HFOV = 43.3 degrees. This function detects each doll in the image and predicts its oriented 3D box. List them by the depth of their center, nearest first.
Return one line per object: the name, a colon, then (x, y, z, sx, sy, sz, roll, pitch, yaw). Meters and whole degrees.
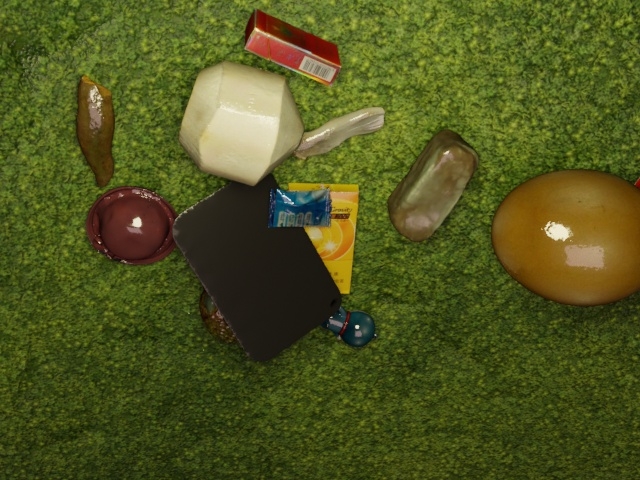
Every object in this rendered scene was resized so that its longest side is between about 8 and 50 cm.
doll: (0.065, 0.196, 1.878, 0.152, 0.085, 0.114, 22, 135, -6)

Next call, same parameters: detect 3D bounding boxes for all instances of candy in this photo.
candy: (-0.039, -0.066, 1.663, 0.136, 0.038, 0.088, -1, 112, -15)
candy: (0.230, -0.112, 1.666, 0.102, 0.104, 0.234, 25, 118, -20)

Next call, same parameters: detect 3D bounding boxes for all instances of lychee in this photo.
lychee: (-0.184, 0.149, 1.783, 0.171, 0.171, 0.171, -2, 124, -3)

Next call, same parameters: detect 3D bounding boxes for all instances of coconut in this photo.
coconut: (-0.141, -0.217, 1.507, 0.241, 0.241, 0.241, -2, 124, -3)

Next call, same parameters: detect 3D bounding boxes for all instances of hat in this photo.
hat: (-0.394, -0.020, 1.690, 0.205, 0.089, 0.205, -2, 125, -3)

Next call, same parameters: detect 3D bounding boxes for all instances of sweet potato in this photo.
sweet potato: (-0.435, -0.201, 1.575, 0.077, 0.077, 0.244, 1, 123, -5)

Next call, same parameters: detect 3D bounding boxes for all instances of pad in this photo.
pad: (-0.162, 0.069, 1.699, 0.315, 0.063, 0.375, -33, 108, -14)

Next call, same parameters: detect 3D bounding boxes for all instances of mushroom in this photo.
mushroom: (0.035, -0.221, 1.617, 0.202, 0.054, 0.059, -22, 128, 4)

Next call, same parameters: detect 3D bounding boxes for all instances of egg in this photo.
egg: (0.526, -0.007, 1.652, 0.351, 0.282, 0.282, 6, 123, -7)

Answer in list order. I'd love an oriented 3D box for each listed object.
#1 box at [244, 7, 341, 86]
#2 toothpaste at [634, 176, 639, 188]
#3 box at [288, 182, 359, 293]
box: (-0.052, -0.353, 1.479, 0.175, 0.112, 0.048, 21, 121, -16)
toothpaste: (0.759, -0.203, 1.684, 0.075, 0.048, 0.301, 12, 124, -17)
box: (0.000, 0.000, 1.761, 0.152, 0.043, 0.269, 0, 124, -4)
